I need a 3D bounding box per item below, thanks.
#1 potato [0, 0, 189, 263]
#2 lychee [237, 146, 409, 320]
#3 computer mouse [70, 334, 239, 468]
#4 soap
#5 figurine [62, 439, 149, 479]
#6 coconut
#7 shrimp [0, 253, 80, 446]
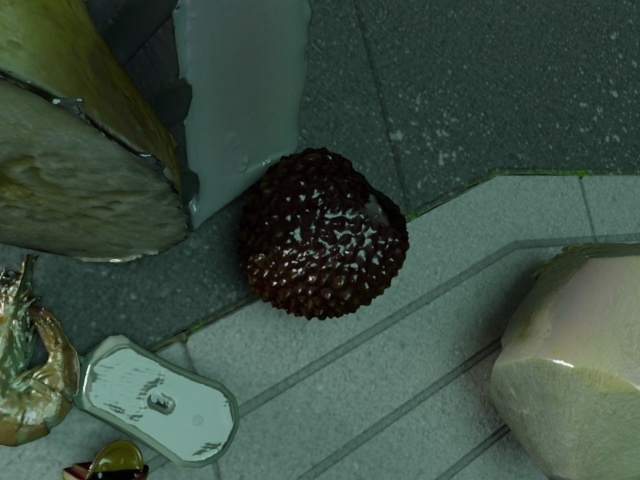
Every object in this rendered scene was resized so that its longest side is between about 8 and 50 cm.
[{"bbox_3d":[-0.271,-0.181,0.514,0.397,0.290,0.295,17,64,-35],"label":"potato"},{"bbox_3d":[0.000,0.000,0.682,0.188,0.188,0.188,3,83,-27],"label":"lychee"},{"bbox_3d":[-0.172,0.162,0.637,0.182,0.056,0.089,31,62,-10],"label":"computer mouse"},{"bbox_3d":[-0.080,-0.164,0.592,0.159,0.302,0.257,-31,101,-29],"label":"soap"},{"bbox_3d":[-0.201,0.267,0.589,0.082,0.098,0.154,6,84,-22],"label":"figurine"},{"bbox_3d":[0.368,0.170,0.793,0.297,0.297,0.309,44,66,-16],"label":"coconut"},{"bbox_3d":[-0.277,0.100,0.591,0.099,0.041,0.180,1,77,-7],"label":"shrimp"}]
